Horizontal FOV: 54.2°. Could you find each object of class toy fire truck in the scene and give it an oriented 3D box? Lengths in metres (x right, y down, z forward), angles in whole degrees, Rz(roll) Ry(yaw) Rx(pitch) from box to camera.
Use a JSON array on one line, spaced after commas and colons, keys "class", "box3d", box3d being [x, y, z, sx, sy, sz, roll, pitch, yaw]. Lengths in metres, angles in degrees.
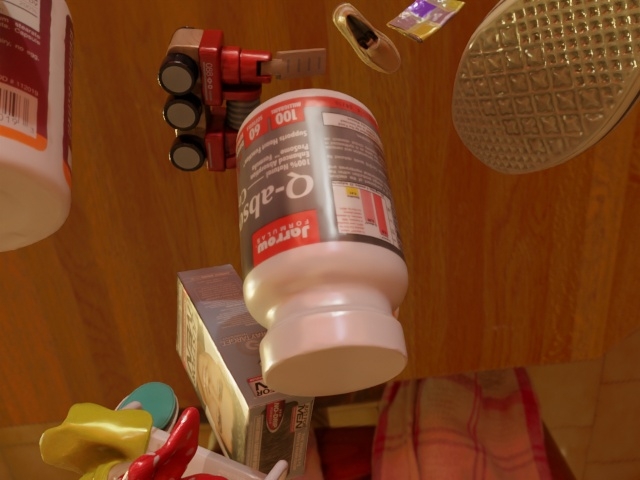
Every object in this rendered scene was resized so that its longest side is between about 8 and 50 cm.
[{"class": "toy fire truck", "box3d": [-0.116, -0.231, 1.011, 0.246, 0.158, 0.217, 2, 133, -1]}]

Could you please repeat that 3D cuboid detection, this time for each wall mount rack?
[{"class": "wall mount rack", "box3d": [-0.181, 0.371, 0.745, 0.350, 0.130, 0.304, 17, 102, 12]}]

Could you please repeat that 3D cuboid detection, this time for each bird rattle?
[{"class": "bird rattle", "box3d": [-0.192, 0.245, 0.543, 0.207, 0.253, 0.143, -32, 104, -29]}]

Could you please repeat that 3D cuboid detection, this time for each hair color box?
[{"class": "hair color box", "box3d": [-0.146, 0.218, 1.081, 0.113, 0.374, 0.185, -9, 122, -27]}]

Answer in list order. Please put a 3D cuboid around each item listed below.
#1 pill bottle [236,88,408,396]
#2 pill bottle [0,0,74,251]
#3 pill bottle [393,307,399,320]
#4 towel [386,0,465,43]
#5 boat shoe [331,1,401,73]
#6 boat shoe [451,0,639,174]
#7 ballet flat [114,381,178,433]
[{"class": "pill bottle", "box3d": [0.000, 0.000, 0.818, 0.210, 0.363, 0.210, -5, 149, -3]}, {"class": "pill bottle", "box3d": [-0.416, -0.203, 0.750, 0.224, 0.392, 0.224, -8, 154, -4]}, {"class": "pill bottle", "box3d": [0.015, 0.150, 1.303, 0.278, 0.162, 0.162, -13, 123, -34]}, {"class": "towel", "box3d": [0.128, -0.274, 0.761, 0.083, 0.060, 0.009, -40, 146, -13]}, {"class": "boat shoe", "box3d": [0.100, -0.393, 1.253, 0.190, 0.072, 0.068, 30, 107, -34]}, {"class": "boat shoe", "box3d": [0.290, -0.244, 0.622, 0.187, 0.156, 0.500, 46, 148, 15]}, {"class": "ballet flat", "box3d": [-0.385, 0.444, 1.309, 0.139, 0.400, 0.139, -2, 107, -6]}]
